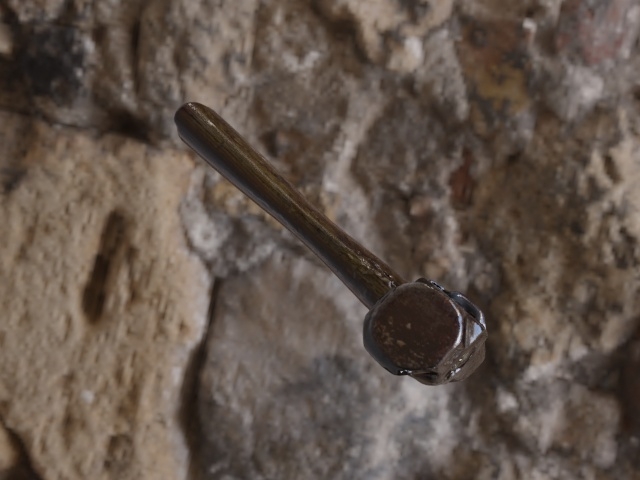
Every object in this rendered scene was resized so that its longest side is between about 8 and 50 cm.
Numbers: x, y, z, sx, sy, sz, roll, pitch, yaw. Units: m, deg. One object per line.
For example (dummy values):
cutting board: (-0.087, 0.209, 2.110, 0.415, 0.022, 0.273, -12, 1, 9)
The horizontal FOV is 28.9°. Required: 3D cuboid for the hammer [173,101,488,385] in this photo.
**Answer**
hammer: (0.000, 0.000, 1.312, 0.095, 0.409, 0.242, -51, 167, 5)
